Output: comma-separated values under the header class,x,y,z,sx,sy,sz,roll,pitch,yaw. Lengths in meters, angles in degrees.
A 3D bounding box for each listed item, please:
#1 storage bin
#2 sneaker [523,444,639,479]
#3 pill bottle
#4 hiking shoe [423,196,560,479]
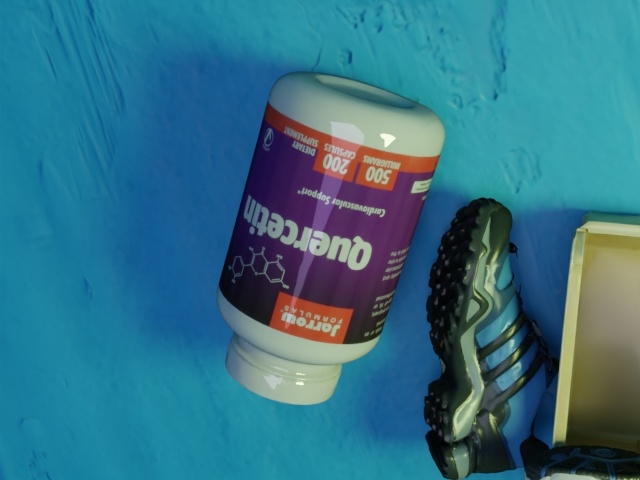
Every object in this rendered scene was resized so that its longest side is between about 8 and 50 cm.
class,x,y,z,sx,sy,sz,roll,pitch,yaw
storage bin,0.373,0.118,0.951,0.262,0.123,0.260,5,105,15
sneaker,0.294,0.245,0.897,0.211,0.080,0.081,8,102,15
pill bottle,0.000,0.000,0.998,0.182,0.181,0.322,20,108,11
hiking shoe,0.187,0.104,1.027,0.132,0.113,0.303,1,102,-11
